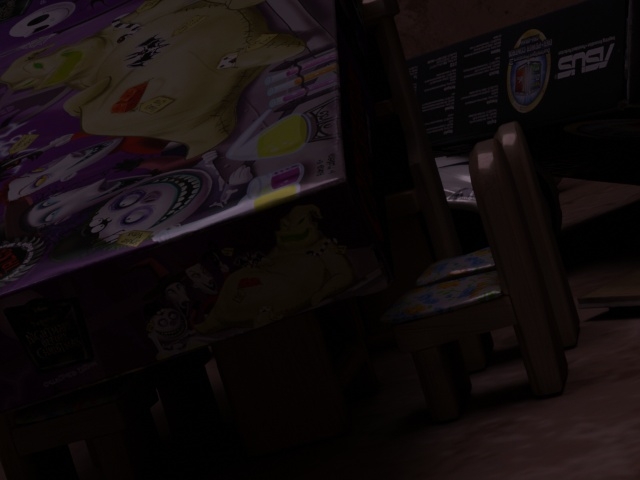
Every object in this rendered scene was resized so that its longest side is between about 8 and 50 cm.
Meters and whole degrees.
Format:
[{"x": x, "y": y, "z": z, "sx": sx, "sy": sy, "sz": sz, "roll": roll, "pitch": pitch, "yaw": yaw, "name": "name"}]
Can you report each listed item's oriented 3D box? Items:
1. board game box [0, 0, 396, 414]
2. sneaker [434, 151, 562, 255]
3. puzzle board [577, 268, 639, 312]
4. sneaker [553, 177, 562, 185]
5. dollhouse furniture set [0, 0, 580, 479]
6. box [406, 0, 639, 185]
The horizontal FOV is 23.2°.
[{"x": -0.082, "y": -0.050, "z": 0.634, "sx": 0.208, "sy": 0.056, "sz": 0.347, "roll": -23, "pitch": 26, "yaw": 10, "name": "board game box"}, {"x": 0.011, "y": 0.008, "z": 0.846, "sx": 0.235, "sy": 0.090, "sz": 0.095, "roll": -16, "pitch": 14, "yaw": 24, "name": "sneaker"}, {"x": 0.185, "y": 0.007, "z": 0.652, "sx": 0.128, "sy": 0.011, "sz": 0.096, "roll": -21, "pitch": 7, "yaw": -30, "name": "puzzle board"}, {"x": 0.085, "y": -0.074, "z": 1.322, "sx": 0.121, "sy": 0.108, "sz": 0.302, "roll": -14, "pitch": 5, "yaw": -19, "name": "sneaker"}, {"x": -0.015, "y": -0.012, "z": 0.662, "sx": 0.212, "sy": 0.161, "sz": 0.242, "roll": -16, "pitch": 5, "yaw": 14, "name": "dollhouse furniture set"}, {"x": 0.183, "y": -0.075, "z": 0.862, "sx": 0.216, "sy": 0.060, "sz": 0.270, "roll": 4, "pitch": -4, "yaw": -24, "name": "box"}]
